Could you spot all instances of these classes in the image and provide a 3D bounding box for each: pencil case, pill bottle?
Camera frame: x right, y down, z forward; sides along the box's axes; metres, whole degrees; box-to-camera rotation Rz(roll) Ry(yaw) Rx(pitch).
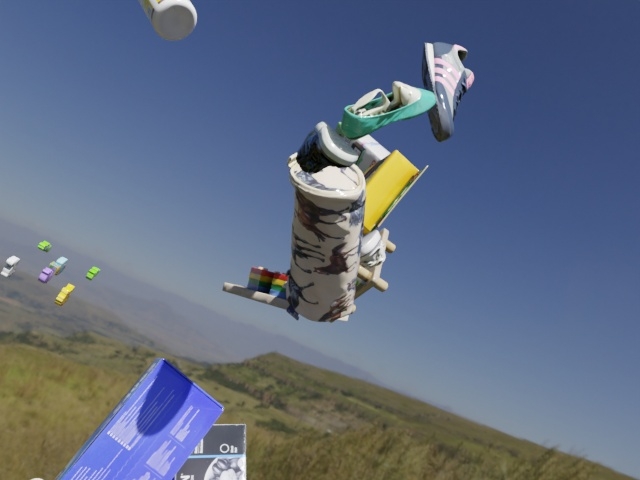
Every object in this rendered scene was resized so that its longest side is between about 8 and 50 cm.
[{"bbox_3d":[0.000,0.000,1.330,0.184,0.160,0.410,14,-48,12],"label":"pencil case"},{"bbox_3d":[-0.415,-0.633,1.588,0.215,0.117,0.117,58,8,32],"label":"pill bottle"}]

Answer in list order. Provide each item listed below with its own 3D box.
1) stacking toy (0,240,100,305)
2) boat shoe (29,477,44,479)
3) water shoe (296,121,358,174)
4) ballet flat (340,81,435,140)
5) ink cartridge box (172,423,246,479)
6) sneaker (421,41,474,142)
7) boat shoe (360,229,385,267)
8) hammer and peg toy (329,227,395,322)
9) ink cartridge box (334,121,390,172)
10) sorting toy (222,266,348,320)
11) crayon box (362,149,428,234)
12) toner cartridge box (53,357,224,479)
[{"bbox_3d":[-0.697,0.081,1.564,0.167,0.052,0.221,29,14,-5],"label":"stacking toy"},{"bbox_3d":[-0.615,0.538,1.148,0.075,0.206,0.065,50,4,-2],"label":"boat shoe"},{"bbox_3d":[0.005,-0.132,0.940,0.073,0.080,0.203,41,10,-12],"label":"water shoe"},{"bbox_3d":[0.157,-0.307,1.353,0.083,0.247,0.087,53,-18,41],"label":"ballet flat"},{"bbox_3d":[-0.262,0.496,1.277,0.208,0.206,0.045,1,-40,-9],"label":"ink cartridge box"},{"bbox_3d":[0.341,-0.396,1.561,0.131,0.319,0.112,-1,-27,1],"label":"sneaker"},{"bbox_3d":[0.134,0.033,1.632,0.088,0.096,0.267,56,2,0],"label":"boat shoe"},{"bbox_3d":[0.105,0.126,2.127,0.127,0.266,0.361,33,-44,-16],"label":"hammer and peg toy"},{"bbox_3d":[0.131,-0.255,2.093,0.117,0.201,0.278,7,31,-41],"label":"ink cartridge box"},{"bbox_3d":[-0.086,0.138,1.646,0.255,0.089,0.257,11,-5,38],"label":"sorting toy"},{"bbox_3d":[0.116,-0.102,1.472,0.081,0.202,0.318,42,-17,-8],"label":"crayon box"},{"bbox_3d":[-0.357,0.409,1.130,0.165,0.348,0.075,43,-24,-11],"label":"toner cartridge box"}]
